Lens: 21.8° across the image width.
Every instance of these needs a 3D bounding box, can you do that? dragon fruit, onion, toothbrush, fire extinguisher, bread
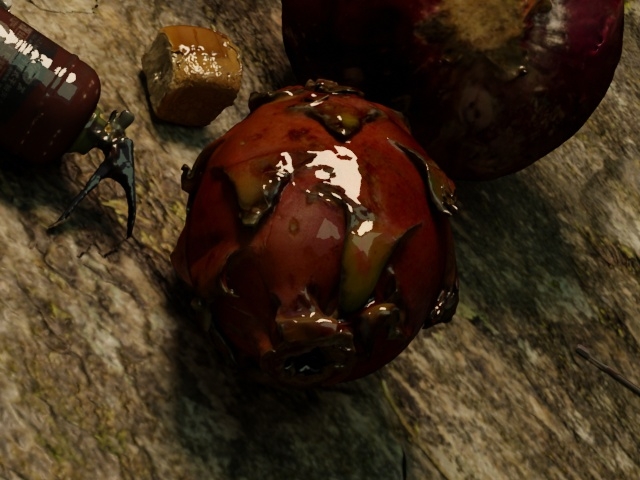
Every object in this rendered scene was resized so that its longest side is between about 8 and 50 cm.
[{"bbox_3d":[0.001,0.003,1.408,0.250,0.250,0.315,11,29,-32],"label":"dragon fruit"},{"bbox_3d":[0.123,-0.233,1.703,0.348,0.348,0.385,32,6,-10],"label":"onion"},{"bbox_3d":[0.300,0.135,1.695,0.097,0.006,0.008,35,35,-7],"label":"toothbrush"},{"bbox_3d":[-0.284,-0.128,1.408,0.344,0.102,0.138,35,71,-9],"label":"fire extinguisher"},{"bbox_3d":[-0.123,-0.158,1.574,0.070,0.077,0.083,11,48,-36],"label":"bread"}]

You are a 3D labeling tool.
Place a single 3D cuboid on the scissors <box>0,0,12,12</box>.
[{"bbox_3d":[-0.361,-0.279,1.535,0.204,0.027,0.101,44,40,7],"label":"scissors"}]
